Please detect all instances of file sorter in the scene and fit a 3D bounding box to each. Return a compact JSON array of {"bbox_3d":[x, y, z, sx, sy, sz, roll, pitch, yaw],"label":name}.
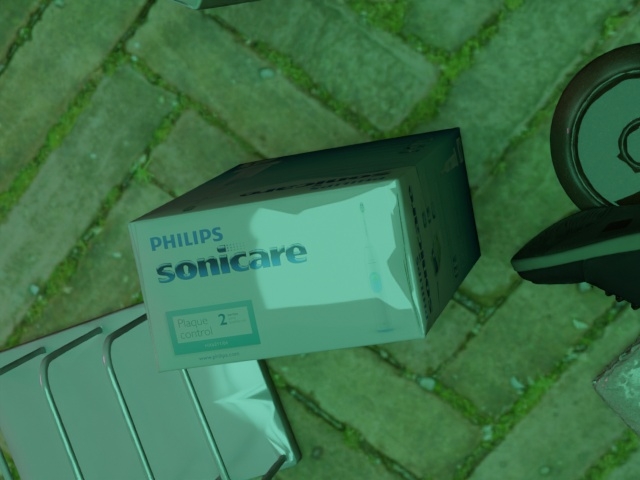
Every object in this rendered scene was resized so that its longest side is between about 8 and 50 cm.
[{"bbox_3d":[-0.196,0.177,1.420,0.277,0.173,0.193,-19,95,17],"label":"file sorter"}]

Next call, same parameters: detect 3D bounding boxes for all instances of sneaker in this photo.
[{"bbox_3d":[0.264,0.036,1.298,0.222,0.083,0.118,-11,113,48],"label":"sneaker"}]

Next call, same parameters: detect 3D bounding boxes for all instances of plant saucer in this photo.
[{"bbox_3d":[0.279,-0.084,1.326,0.168,0.029,0.169,3,101,14],"label":"plant saucer"}]

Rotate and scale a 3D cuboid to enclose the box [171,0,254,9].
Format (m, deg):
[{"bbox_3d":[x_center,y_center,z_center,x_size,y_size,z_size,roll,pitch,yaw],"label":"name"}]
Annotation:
[{"bbox_3d":[-0.080,-0.258,1.251,0.094,0.275,0.113,23,104,9],"label":"box"}]

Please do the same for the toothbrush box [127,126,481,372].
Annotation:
[{"bbox_3d":[0.000,0.000,1.272,0.216,0.295,0.126,-9,98,15],"label":"toothbrush box"}]

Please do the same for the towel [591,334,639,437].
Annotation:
[{"bbox_3d":[0.391,0.095,1.324,0.187,0.049,0.282,45,108,3],"label":"towel"}]
